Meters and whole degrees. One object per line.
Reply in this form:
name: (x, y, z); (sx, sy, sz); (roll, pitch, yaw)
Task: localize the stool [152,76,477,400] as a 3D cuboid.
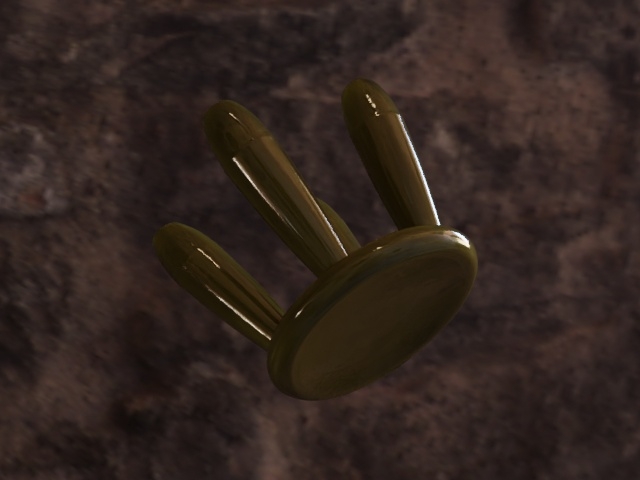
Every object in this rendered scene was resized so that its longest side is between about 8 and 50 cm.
stool: (0.000, 0.000, 0.846); (0.135, 0.110, 0.134); (-38, -26, 2)
